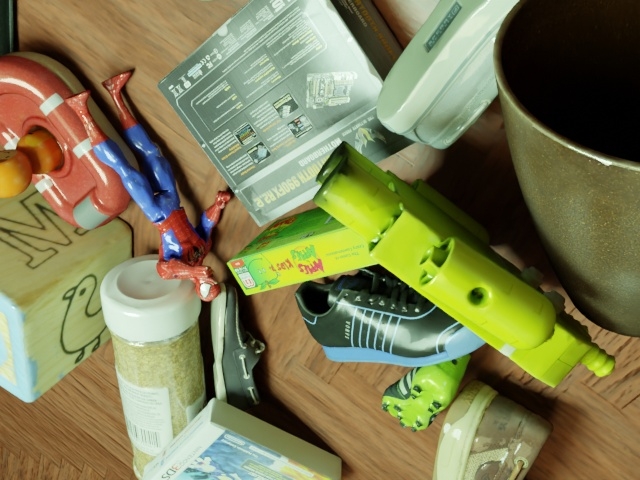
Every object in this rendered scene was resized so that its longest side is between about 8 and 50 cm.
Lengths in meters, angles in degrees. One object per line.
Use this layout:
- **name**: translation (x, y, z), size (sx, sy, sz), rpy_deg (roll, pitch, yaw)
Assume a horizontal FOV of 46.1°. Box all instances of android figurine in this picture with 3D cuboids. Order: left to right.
- **android figurine**: translation (0.116, 0.020, 0.602), size (0.273, 0.248, 0.056), rpy_deg (35, 102, -7)

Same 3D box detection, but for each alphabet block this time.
- **alphabet block**: translation (-0.387, 0.057, 1.001), size (0.194, 0.197, 0.192), rpy_deg (28, 133, 17)

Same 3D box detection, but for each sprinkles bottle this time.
- **sprinkles bottle**: translation (-0.216, 0.191, 1.027), size (0.121, 0.121, 0.355), rpy_deg (20, 130, 23)

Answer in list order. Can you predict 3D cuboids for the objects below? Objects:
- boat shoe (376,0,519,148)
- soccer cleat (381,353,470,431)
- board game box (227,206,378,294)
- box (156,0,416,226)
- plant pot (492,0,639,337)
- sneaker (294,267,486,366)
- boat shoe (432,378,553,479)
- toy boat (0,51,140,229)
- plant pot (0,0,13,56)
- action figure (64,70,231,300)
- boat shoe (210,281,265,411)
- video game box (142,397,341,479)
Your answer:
- **boat shoe**: translation (0.137, -0.162, 0.570), size (0.081, 0.079, 0.227), rpy_deg (24, 124, -27)
- **soccer cleat**: translation (0.116, 0.161, 0.821), size (0.060, 0.072, 0.179), rpy_deg (41, 156, 7)
- **board game box**: translation (0.000, 0.000, 0.763), size (0.181, 0.092, 0.043), rpy_deg (-16, 110, 41)
- **box**: translation (-0.027, -0.134, 0.714), size (0.231, 0.056, 0.183), rpy_deg (-26, 104, 43)
- **plant pot**: translation (0.230, -0.041, 0.518), size (0.215, 0.215, 0.230), rpy_deg (16, 146, 25)
- **sneaker**: translation (0.069, 0.072, 0.773), size (0.232, 0.081, 0.090), rpy_deg (-13, 119, 41)
- **boat shoe**: translation (0.191, 0.311, 0.832), size (0.123, 0.123, 0.341), rpy_deg (17, 122, 26)
- **toy boat**: translation (-0.337, -0.103, 0.885), size (0.151, 0.151, 0.231), rpy_deg (-28, 102, 43)
- **plant pot**: translation (-0.476, -0.287, 0.846), size (0.167, 0.187, 0.188), rpy_deg (41, 136, 23)
- **action figure**: translation (-0.164, -0.051, 0.840), size (0.139, 0.091, 0.280), rpy_deg (-2, 119, 46)
- **boat shoe**: translation (-0.106, 0.139, 0.973), size (0.065, 0.075, 0.206), rpy_deg (-5, 121, -12)
- **video game box**: translation (-0.108, 0.315, 1.010), size (0.205, 0.048, 0.187), rpy_deg (31, 125, -19)
